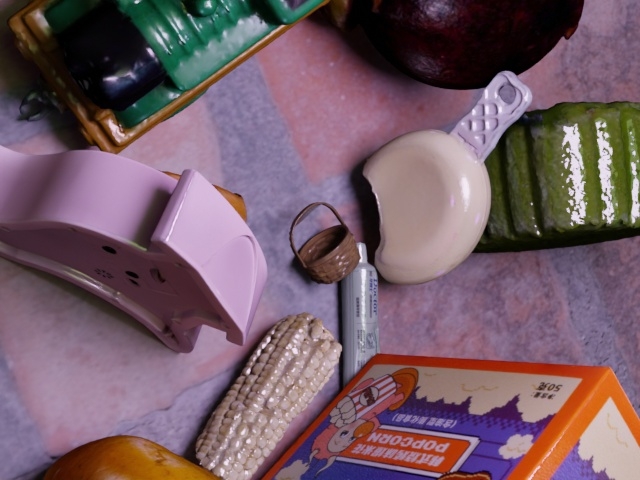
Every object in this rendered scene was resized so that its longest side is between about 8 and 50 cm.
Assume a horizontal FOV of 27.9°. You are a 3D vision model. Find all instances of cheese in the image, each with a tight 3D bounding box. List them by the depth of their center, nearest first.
[{"bbox_3d":[0.148,-0.060,1.410,0.070,0.248,0.163,-5,68,-55],"label":"cheese"}]

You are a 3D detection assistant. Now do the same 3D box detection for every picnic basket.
[{"bbox_3d":[0.000,0.000,1.413,0.072,0.072,0.083,-47,119,-28],"label":"picnic basket"}]

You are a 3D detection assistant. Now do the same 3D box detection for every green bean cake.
[{"bbox_3d":[0.283,-0.070,1.497,0.246,0.250,0.156,-3,86,-33],"label":"green bean cake"}]

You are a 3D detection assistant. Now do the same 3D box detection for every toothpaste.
[{"bbox_3d":[0.046,0.112,1.450,0.064,0.041,0.218,0,87,-38],"label":"toothpaste"}]

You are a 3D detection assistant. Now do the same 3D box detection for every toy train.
[{"bbox_3d":[-0.108,-0.240,1.235,0.429,0.249,0.178,-37,108,-5],"label":"toy train"}]

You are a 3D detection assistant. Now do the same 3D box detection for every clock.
[{"bbox_3d":[-0.185,0.014,1.237,0.080,0.275,0.290,-69,154,-22],"label":"clock"}]

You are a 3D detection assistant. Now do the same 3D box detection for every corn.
[{"bbox_3d":[-0.059,0.169,1.352,0.087,0.087,0.211,46,69,-19],"label":"corn"}]

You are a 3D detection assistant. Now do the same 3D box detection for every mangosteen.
[{"bbox_3d":[0.132,-0.327,1.425,0.346,0.307,0.307,19,71,2],"label":"mangosteen"}]

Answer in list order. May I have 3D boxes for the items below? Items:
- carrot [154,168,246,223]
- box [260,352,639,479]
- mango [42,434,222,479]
[{"bbox_3d":[-0.171,-0.043,1.291,0.205,0.072,0.072,20,73,-39],"label":"carrot"},{"bbox_3d":[0.162,0.316,1.295,0.257,0.348,0.319,-46,116,-29],"label":"box"},{"bbox_3d":[-0.146,0.263,1.172,0.187,0.257,0.138,46,63,-20],"label":"mango"}]
